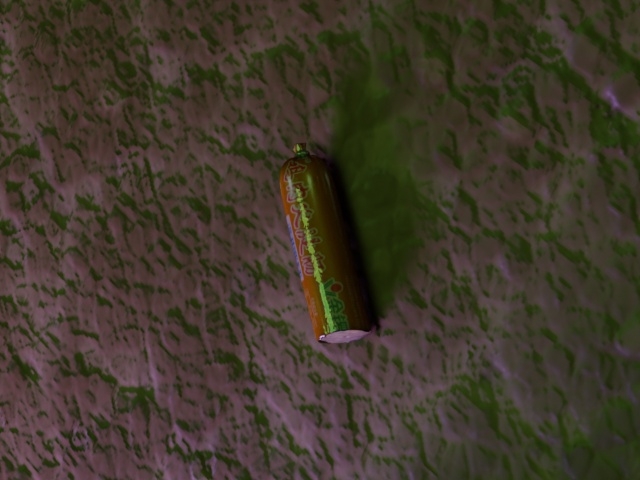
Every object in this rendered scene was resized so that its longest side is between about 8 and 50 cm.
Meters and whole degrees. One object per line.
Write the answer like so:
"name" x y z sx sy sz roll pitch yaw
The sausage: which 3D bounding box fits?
"sausage" 0.000 0.000 1.004 0.031 0.031 0.107 -24 76 45
